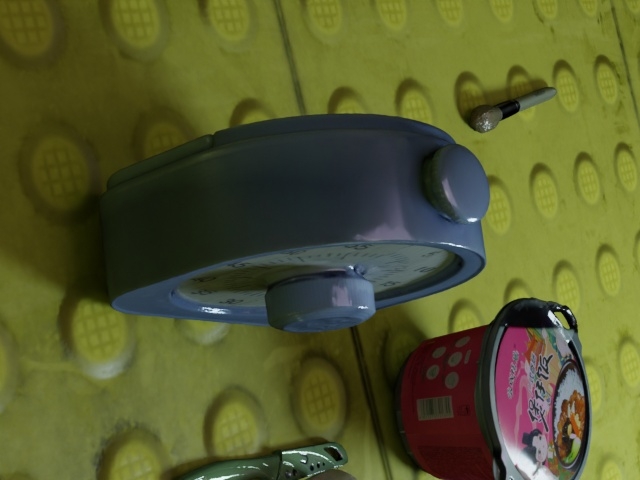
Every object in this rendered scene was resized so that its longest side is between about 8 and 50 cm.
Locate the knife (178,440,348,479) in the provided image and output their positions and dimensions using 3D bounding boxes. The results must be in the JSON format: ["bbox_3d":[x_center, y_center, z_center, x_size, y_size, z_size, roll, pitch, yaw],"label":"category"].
[{"bbox_3d":[-0.059,0.260,1.524,0.293,0.020,0.043,-1,79,-53],"label":"knife"}]

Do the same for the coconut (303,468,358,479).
[{"bbox_3d":[0.004,0.321,1.519,0.124,0.110,0.110,-25,101,-59],"label":"coconut"}]

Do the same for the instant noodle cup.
[{"bbox_3d":[0.212,0.213,1.748,0.302,0.182,0.258,-49,120,-46],"label":"instant noodle cup"}]

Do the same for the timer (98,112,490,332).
[{"bbox_3d":[0.000,0.000,1.379,0.395,0.395,0.173,11,67,-50],"label":"timer"}]

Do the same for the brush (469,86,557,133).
[{"bbox_3d":[0.307,-0.209,2.112,0.299,0.039,0.042,-23,102,-55],"label":"brush"}]
